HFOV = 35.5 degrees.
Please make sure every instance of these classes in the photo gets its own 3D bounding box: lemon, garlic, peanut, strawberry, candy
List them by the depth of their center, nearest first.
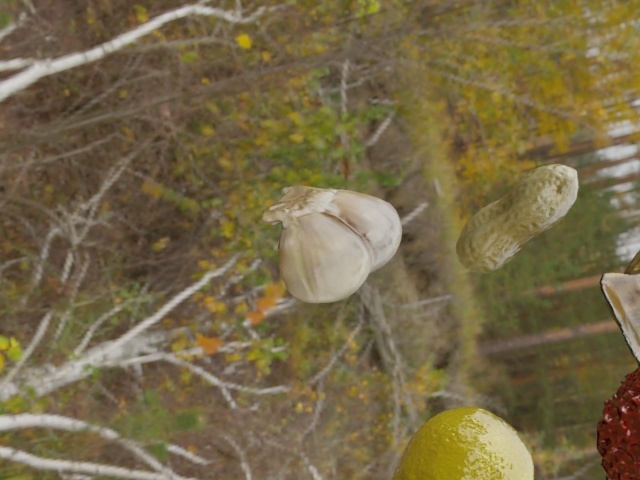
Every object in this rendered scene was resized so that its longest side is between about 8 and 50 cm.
[{"bbox_3d":[0.010,0.009,0.981,0.174,0.124,0.099,-55,145,-56],"label":"garlic"},{"bbox_3d":[0.436,0.061,1.291,0.143,0.101,0.271,54,44,-1],"label":"candy"},{"bbox_3d":[0.564,0.296,1.480,0.257,0.261,0.261,35,-25,53],"label":"strawberry"},{"bbox_3d":[0.254,0.446,1.802,0.320,0.245,0.245,-52,135,-29],"label":"lemon"},{"bbox_3d":[0.369,-0.043,1.861,0.111,0.274,0.125,49,24,-4],"label":"peanut"}]
